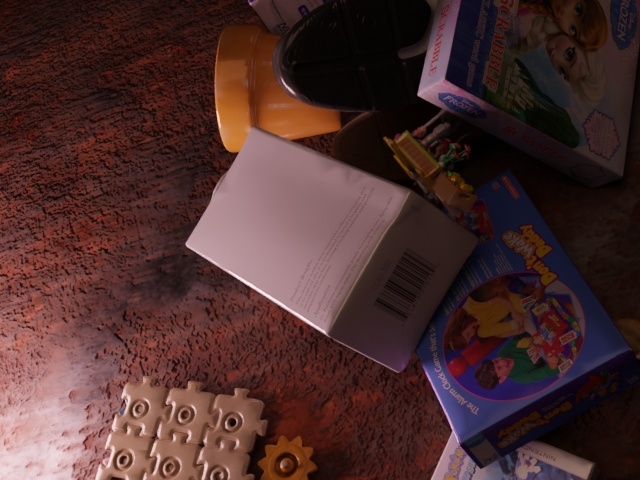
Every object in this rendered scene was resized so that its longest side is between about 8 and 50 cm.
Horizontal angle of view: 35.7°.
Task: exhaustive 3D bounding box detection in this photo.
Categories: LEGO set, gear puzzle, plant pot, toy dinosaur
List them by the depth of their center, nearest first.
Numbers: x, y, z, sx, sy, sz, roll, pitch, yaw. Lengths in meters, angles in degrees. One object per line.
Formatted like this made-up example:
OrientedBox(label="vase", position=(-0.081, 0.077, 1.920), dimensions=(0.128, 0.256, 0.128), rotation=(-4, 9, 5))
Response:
OrientedBox(label="toy dinosaur", position=(0.377, 0.130, 1.291), dimensions=(0.183, 0.053, 0.092), rotation=(31, 67, 34))
OrientedBox(label="LEGO set", position=(0.167, -0.118, 1.328), dimensions=(0.107, 0.287, 0.132), rotation=(-38, 94, 3))
OrientedBox(label="gear puzzle", position=(-0.156, 0.300, 1.448), dimensions=(0.339, 0.044, 0.175), rotation=(4, 65, 23))
OrientedBox(label="plant pot", position=(-0.053, -0.243, 1.591), dimensions=(0.188, 0.205, 0.205), rotation=(1, 65, 8))

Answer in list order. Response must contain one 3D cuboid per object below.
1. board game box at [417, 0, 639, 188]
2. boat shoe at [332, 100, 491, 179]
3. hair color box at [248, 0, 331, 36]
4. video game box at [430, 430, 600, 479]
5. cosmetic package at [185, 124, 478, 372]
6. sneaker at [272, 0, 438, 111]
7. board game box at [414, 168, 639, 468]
OrientedBox(label="board game box", position=(0.303, -0.278, 1.372), dimensions=(0.066, 0.318, 0.318), rotation=(-21, 52, 57))
OrientedBox(label="boat shoe", position=(0.184, -0.187, 1.503), dimensions=(0.341, 0.121, 0.110), rotation=(-19, 21, 10))
OrientedBox(label="hair color box", position=(0.054, -0.446, 1.637), dimensions=(0.339, 0.185, 0.110), rotation=(-28, 57, 9))
OrientedBox(label="video game box", position=(0.224, 0.340, 1.248), dimensions=(0.187, 0.048, 0.205), rotation=(17, 73, 33))
OrientedBox(label="cosmetic package", position=(0.000, 0.000, 1.381), dimensions=(0.385, 0.156, 0.217), rotation=(30, 89, 52))
OrientedBox(label="sneaker", position=(0.086, -0.291, 1.487), dimensions=(0.448, 0.169, 0.257), rotation=(-22, 15, -28))
OrientedBox(label="board game box", position=(0.231, 0.091, 1.310), dimensions=(0.233, 0.078, 0.347), rotation=(-31, 45, 8))
